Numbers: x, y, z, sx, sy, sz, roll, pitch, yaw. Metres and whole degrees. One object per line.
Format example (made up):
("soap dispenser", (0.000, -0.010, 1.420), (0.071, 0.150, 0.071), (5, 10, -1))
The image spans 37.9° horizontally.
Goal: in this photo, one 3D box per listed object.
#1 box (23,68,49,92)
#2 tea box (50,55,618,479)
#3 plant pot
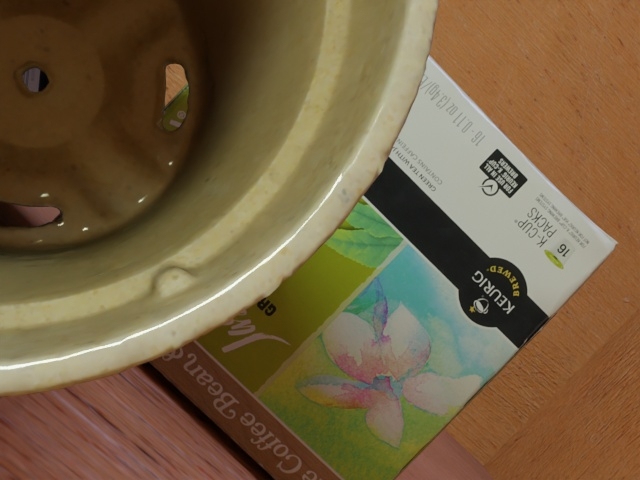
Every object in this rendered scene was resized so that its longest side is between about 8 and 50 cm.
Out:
("box", (-0.232, -0.114, 0.727), (0.156, 0.093, 0.158), (7, 3, -5))
("tea box", (0.000, 0.000, 0.802), (0.329, 0.323, 0.220), (43, 0, -6))
("plant pot", (-0.150, -0.109, 0.452), (0.334, 0.334, 0.305), (45, -11, -8))
